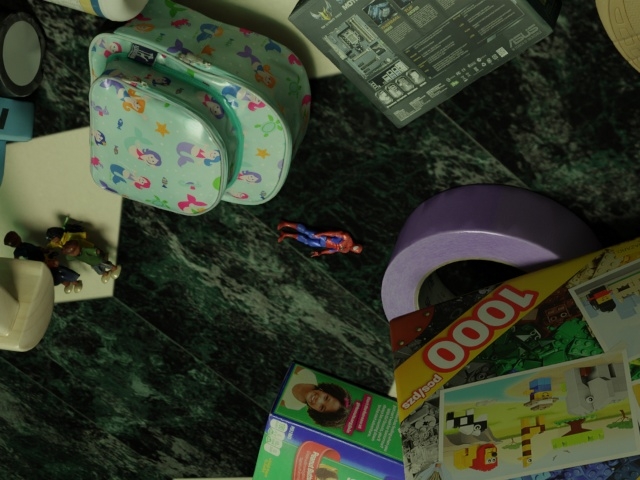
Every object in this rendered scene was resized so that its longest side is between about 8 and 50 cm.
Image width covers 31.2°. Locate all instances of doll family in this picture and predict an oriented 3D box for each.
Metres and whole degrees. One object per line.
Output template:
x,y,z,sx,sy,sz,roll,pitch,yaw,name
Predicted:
-0.383,0.021,1.668,0.193,0.076,0.111,-21,141,31,doll family

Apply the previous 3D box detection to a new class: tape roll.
0.219,0.062,1.437,0.274,0.090,0.275,12,135,13,tape roll

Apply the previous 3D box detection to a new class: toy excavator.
-0.477,-0.070,1.440,0.222,0.433,0.445,7,93,18,toy excavator

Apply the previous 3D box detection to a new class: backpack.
-0.144,-0.146,1.331,0.253,0.191,0.225,15,138,1,backpack

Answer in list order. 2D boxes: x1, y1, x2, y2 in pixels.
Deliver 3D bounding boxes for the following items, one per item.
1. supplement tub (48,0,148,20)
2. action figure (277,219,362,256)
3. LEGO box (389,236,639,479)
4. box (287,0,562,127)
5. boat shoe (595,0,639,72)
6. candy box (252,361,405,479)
-0.280,-0.328,1.232,0.199,0.144,0.144,18,137,7,supplement tub
0.000,0.000,1.518,0.115,0.030,0.038,10,130,12,action figure
0.345,0.187,1.194,0.500,0.372,0.193,-20,124,12,LEGO box
0.106,-0.242,1.210,0.183,0.059,0.232,41,135,-18,box
0.389,-0.188,1.118,0.285,0.092,0.103,34,155,-14,boat shoe
0.065,0.356,1.769,0.317,0.122,0.268,19,136,4,candy box
